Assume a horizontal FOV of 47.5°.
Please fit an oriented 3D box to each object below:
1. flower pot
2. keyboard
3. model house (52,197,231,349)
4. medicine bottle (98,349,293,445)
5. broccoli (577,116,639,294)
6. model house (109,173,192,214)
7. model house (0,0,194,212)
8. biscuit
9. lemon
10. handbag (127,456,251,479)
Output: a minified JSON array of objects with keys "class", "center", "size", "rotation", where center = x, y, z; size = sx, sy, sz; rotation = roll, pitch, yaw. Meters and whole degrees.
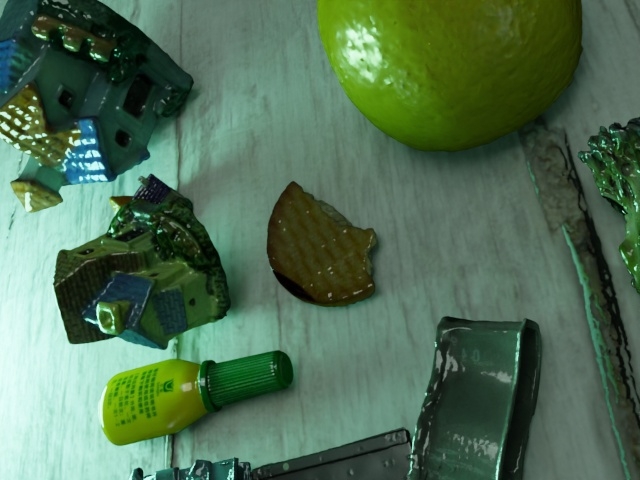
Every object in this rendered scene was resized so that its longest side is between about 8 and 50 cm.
[{"class":"flower pot","center":[0.180,0.197,0.836],"size":[0.108,0.103,0.229],"rotation":[3,69,31]},{"class":"keyboard","center":[0.015,0.302,0.928],"size":[0.231,0.023,0.072],"rotation":[-21,66,20]},{"class":"model house","center":[-0.271,0.060,1.051],"size":[0.214,0.189,0.195],"rotation":[12,118,33]},{"class":"medicine bottle","center":[-0.183,0.216,1.042],"size":[0.308,0.076,0.111],"rotation":[-18,62,21]},{"class":"broccoli","center":[0.387,0.008,0.809],"size":[0.164,0.145,0.304],"rotation":[-9,76,30]},{"class":"model house","center":[-0.281,-0.053,1.208],"size":[0.087,0.100,0.101],"rotation":[35,86,36]},{"class":"model house","center":[-0.442,-0.214,1.253],"size":[0.251,0.295,0.330],"rotation":[7,68,35]},{"class":"biscuit","center":[0.000,0.000,1.073],"size":[0.176,0.031,0.229],"rotation":[-21,57,18]},{"class":"lemon","center":[0.151,-0.317,0.953],"size":[0.363,0.364,0.365],"rotation":[-12,62,24]},{"class":"handbag","center":[-0.196,0.387,0.981],"size":[0.229,0.062,0.179],"rotation":[-19,57,20]}]
